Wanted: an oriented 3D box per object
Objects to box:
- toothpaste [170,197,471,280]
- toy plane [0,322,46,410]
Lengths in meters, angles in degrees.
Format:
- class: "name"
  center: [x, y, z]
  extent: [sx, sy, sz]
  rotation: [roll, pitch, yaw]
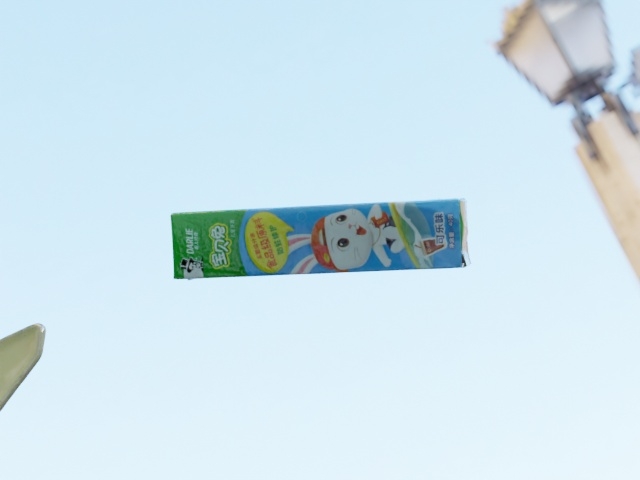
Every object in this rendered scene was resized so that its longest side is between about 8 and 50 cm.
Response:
- class: "toothpaste"
  center: [0.000, 0.000, 1.498]
  extent: [0.267, 0.065, 0.050]
  rotation: [-2, 2, 11]
- class: "toy plane"
  center: [-0.159, 0.145, 0.567]
  extent: [0.229, 0.244, 0.092]
  rotation: [-5, -29, 23]
